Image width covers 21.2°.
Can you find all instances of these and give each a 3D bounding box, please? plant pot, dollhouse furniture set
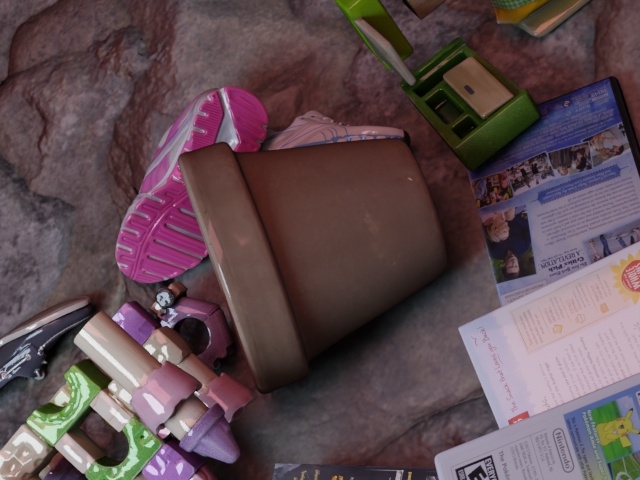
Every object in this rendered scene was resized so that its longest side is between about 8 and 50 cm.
[{"bbox_3d":[0.000,0.000,1.757,0.229,0.263,0.263,-19,55,-5],"label":"plant pot"},{"bbox_3d":[0.198,-0.259,1.784,0.301,0.197,0.151,-39,38,1],"label":"dollhouse furniture set"}]

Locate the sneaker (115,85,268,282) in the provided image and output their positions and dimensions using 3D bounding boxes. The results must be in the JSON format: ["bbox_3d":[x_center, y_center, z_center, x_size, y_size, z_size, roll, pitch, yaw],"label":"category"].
[{"bbox_3d":[-0.148,-0.065,1.941,0.252,0.103,0.111,-56,17,7],"label":"sneaker"}]

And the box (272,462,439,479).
[{"bbox_3d":[0.050,0.367,1.610,0.243,0.076,0.307,-3,63,26],"label":"box"}]

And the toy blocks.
[{"bbox_3d":[-0.170,0.234,1.742,0.260,0.309,0.288,41,100,4],"label":"toy blocks"}]

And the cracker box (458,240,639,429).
[{"bbox_3d":[0.268,0.108,1.632,0.232,0.067,0.155,-26,65,12],"label":"cracker box"}]

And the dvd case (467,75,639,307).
[{"bbox_3d":[0.252,-0.036,1.759,0.180,0.022,0.253,-20,56,15],"label":"dvd case"}]

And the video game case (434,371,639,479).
[{"bbox_3d":[0.272,0.280,1.471,0.300,0.036,0.329,-24,56,16],"label":"video game case"}]

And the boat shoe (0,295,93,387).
[{"bbox_3d":[-0.342,0.133,1.963,0.206,0.075,0.065,-30,97,3],"label":"boat shoe"}]

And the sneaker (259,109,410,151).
[{"bbox_3d":[0.010,-0.113,1.899,0.191,0.071,0.083,-8,55,23],"label":"sneaker"}]
